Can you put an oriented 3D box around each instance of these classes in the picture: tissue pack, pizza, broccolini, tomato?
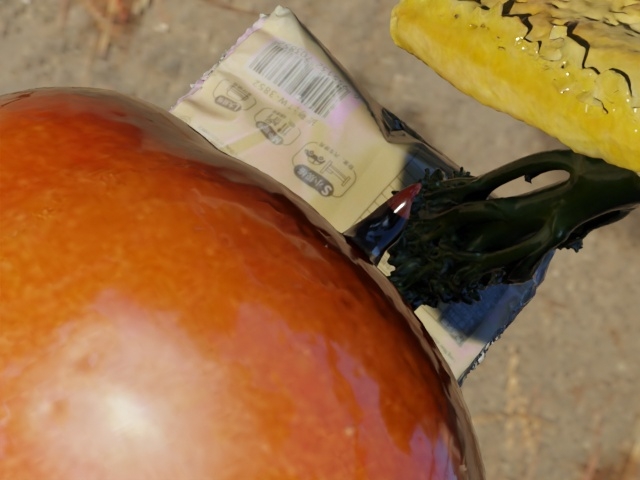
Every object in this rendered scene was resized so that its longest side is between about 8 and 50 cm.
[{"bbox_3d":[0.000,0.000,1.228,0.215,0.256,0.123,-49,175,-27],"label":"tissue pack"},{"bbox_3d":[0.149,-0.030,0.602,0.188,0.204,0.081,-9,122,-38],"label":"pizza"},{"bbox_3d":[0.179,-0.019,0.963,0.074,0.392,0.079,-19,98,-43],"label":"broccolini"},{"bbox_3d":[-0.072,0.083,0.571,0.224,0.256,0.256,-35,125,-33],"label":"tomato"}]
